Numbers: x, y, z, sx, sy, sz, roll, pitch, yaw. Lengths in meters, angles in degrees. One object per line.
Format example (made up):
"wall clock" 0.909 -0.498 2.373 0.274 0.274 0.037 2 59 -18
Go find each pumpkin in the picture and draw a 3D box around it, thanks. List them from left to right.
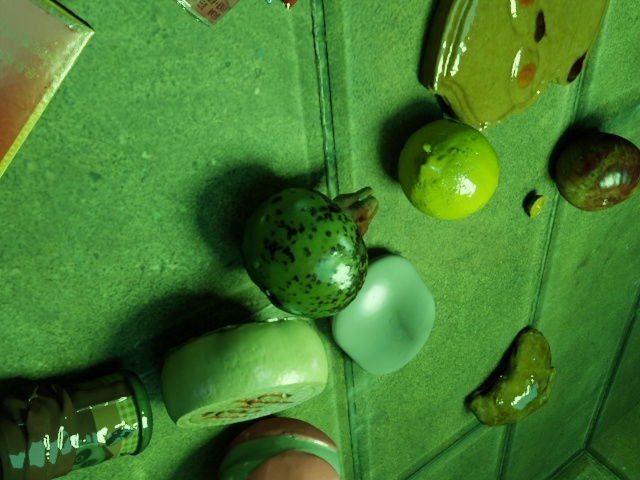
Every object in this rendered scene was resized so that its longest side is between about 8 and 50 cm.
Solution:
"pumpkin" 0.507 -0.083 1.441 0.050 0.028 0.083 -43 147 -9

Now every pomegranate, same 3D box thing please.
"pomegranate" 0.000 0.000 0.944 0.248 0.214 0.214 -41 139 -23

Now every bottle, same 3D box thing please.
"bottle" -0.389 0.277 0.858 0.271 0.143 0.156 -6 98 -41

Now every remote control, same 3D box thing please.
"remote control" 0.135 0.158 1.243 0.221 0.103 0.332 -49 139 -10

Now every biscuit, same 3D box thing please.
"biscuit" 0.360 -0.382 1.071 0.455 0.078 0.350 -31 132 -19

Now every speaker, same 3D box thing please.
"speaker" -0.077 0.506 1.185 0.294 0.294 0.294 -22 132 -27

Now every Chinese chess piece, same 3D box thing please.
"Chinese chess piece" -0.122 0.218 0.983 0.270 0.112 0.270 -14 157 -6

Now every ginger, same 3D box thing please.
"ginger" 0.587 0.424 1.789 0.321 0.172 0.165 -52 178 -1

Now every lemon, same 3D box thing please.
"lemon" 0.221 -0.123 1.059 0.206 0.173 0.173 14 110 -57

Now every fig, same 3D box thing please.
"fig" 0.636 -0.168 1.383 0.205 0.205 0.205 -22 132 -27

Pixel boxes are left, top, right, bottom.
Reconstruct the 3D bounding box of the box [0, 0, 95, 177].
"box" -0.363 -0.163 0.608 0.240 0.074 0.153 -55 142 5

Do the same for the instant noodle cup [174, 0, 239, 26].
"instant noodle cup" -0.093 -0.363 0.594 0.255 0.244 0.244 -47 139 11

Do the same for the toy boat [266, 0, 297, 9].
"toy boat" -0.079 -0.343 0.754 0.105 0.034 0.149 -41 150 -14
